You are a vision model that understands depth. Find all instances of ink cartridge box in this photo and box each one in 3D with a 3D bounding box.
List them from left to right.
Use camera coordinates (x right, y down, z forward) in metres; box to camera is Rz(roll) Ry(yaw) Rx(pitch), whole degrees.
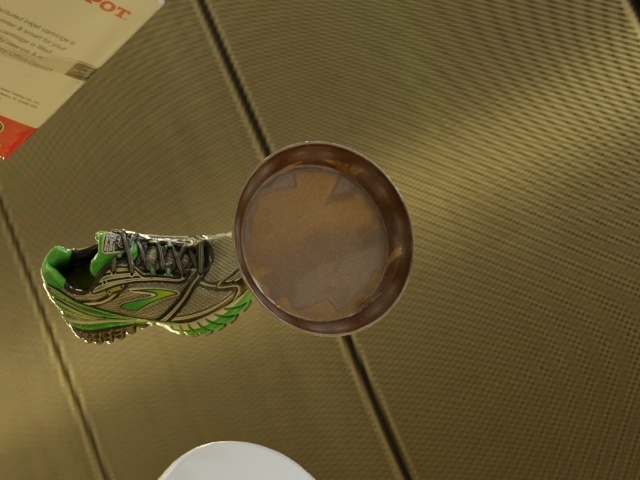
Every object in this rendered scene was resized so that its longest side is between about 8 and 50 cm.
[{"bbox_3d":[-0.301,-0.217,1.060,0.273,0.197,0.114,-34,-131,34],"label":"ink cartridge box"}]

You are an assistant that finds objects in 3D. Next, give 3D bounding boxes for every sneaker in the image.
[{"bbox_3d":[-0.226,0.049,1.548,0.344,0.146,0.134,-13,-133,21],"label":"sneaker"}]

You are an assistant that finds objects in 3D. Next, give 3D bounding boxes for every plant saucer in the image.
[{"bbox_3d":[0.000,0.000,0.986,0.029,0.168,0.168,-27,-102,64],"label":"plant saucer"}]

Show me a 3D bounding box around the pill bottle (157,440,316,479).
[{"bbox_3d":[-0.103,0.262,0.778,0.160,0.160,0.283,53,-47,18],"label":"pill bottle"}]
